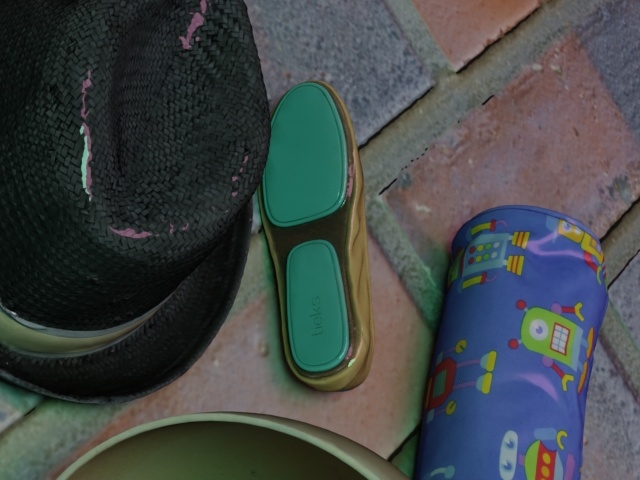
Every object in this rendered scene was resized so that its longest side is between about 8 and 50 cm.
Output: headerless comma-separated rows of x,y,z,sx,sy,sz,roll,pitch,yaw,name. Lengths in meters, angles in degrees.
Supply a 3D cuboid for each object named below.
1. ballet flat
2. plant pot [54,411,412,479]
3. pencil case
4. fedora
0.000,0.000,1.194,0.073,0.080,0.232,39,46,-62,ballet flat
-0.019,0.233,0.948,0.191,0.284,0.284,1,69,-69,plant pot
0.145,0.125,1.223,0.133,0.119,0.306,17,58,-10,pencil case
-0.126,-0.070,1.035,0.334,0.152,0.334,19,60,-37,fedora
